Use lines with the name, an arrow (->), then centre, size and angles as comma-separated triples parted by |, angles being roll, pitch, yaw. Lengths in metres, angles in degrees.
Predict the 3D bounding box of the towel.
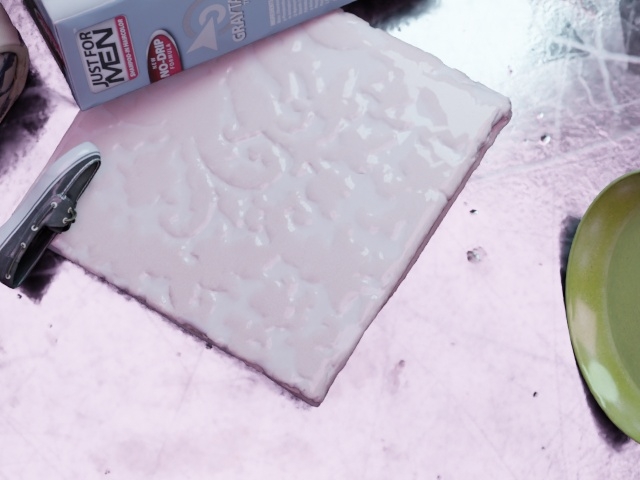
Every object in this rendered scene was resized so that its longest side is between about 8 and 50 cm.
towel -> -0.052, -0.066, 1.158 | 0.332, 0.053, 0.317 | 30, 82, 15

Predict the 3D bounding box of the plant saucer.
plant saucer -> 0.295, 0.058, 1.112 | 0.037, 0.241, 0.240 | -5, 81, -28

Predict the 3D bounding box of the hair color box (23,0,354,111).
hair color box -> -0.076, -0.275, 1.139 | 0.375, 0.113, 0.185 | -25, 59, -13

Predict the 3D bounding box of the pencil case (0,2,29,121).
pencil case -> -0.427, -0.233, 1.134 | 0.410, 0.160, 0.183 | 46, 51, 4

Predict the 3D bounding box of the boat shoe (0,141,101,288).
boat shoe -> -0.229, -0.020, 1.126 | 0.040, 0.049, 0.142 | 42, 92, 13
